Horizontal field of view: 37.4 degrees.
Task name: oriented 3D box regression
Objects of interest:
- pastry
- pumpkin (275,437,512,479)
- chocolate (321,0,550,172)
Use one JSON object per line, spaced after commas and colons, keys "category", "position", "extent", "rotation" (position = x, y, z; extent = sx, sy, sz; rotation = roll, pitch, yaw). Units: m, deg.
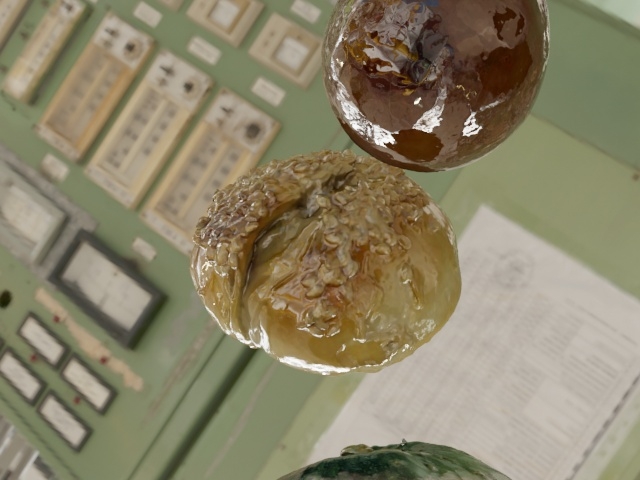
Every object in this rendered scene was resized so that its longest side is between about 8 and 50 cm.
{"category": "pastry", "position": [0.000, 0.000, 1.033], "extent": [0.315, 0.284, 0.184], "rotation": [29, 139, 43]}
{"category": "pumpkin", "position": [0.035, 0.310, 0.805], "extent": [0.293, 0.263, 0.197], "rotation": [-16, 165, 42]}
{"category": "chocolate", "position": [0.078, -0.125, 0.639], "extent": [0.176, 0.177, 0.177], "rotation": [34, -177, -2]}
